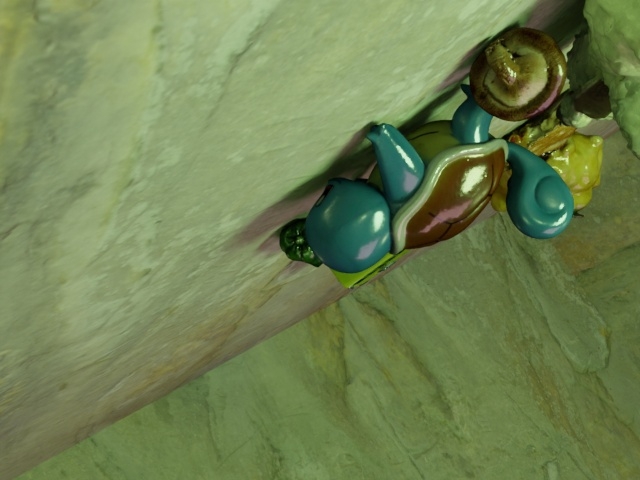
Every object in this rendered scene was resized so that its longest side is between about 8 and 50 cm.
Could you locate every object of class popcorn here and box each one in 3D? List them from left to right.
[{"bbox_3d":[0.636,-0.172,2.015,0.297,0.281,0.316,-10,149,-18],"label":"popcorn"}]

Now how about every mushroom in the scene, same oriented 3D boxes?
[{"bbox_3d":[0.259,-0.215,0.969,0.127,0.127,0.087,-39,-175,35],"label":"mushroom"}]

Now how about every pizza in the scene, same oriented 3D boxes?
[{"bbox_3d":[0.501,-0.246,1.724,0.251,0.074,0.288,-29,164,-12],"label":"pizza"}]

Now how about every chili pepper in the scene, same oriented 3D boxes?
[{"bbox_3d":[0.001,-0.001,1.356,0.099,0.083,0.253,-46,170,20],"label":"chili pepper"}]

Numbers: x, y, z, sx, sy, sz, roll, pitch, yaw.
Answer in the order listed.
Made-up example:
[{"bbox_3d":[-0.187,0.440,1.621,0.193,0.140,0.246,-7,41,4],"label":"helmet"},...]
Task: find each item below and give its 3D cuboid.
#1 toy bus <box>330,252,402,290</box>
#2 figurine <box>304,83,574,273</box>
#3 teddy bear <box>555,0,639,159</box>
[{"bbox_3d":[0.126,-0.011,1.556,0.262,0.128,0.150,-38,169,26],"label":"toy bus"},{"bbox_3d":[0.170,-0.093,1.130,0.416,0.243,0.298,-10,177,-7],"label":"figurine"},{"bbox_3d":[0.494,-0.251,0.991,0.362,0.375,0.328,37,72,-59],"label":"teddy bear"}]
